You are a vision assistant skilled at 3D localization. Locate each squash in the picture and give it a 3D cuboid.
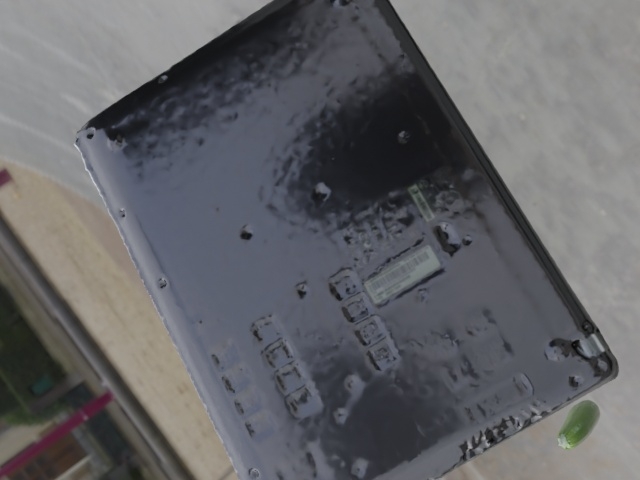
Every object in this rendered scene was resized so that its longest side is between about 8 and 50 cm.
[{"bbox_3d":[0.214,0.151,0.873,0.027,0.027,0.089,52,-157,7],"label":"squash"}]

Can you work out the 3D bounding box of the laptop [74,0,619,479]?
[{"bbox_3d":[0.000,0.000,0.366,0.180,0.129,0.016,61,-173,19],"label":"laptop"}]
